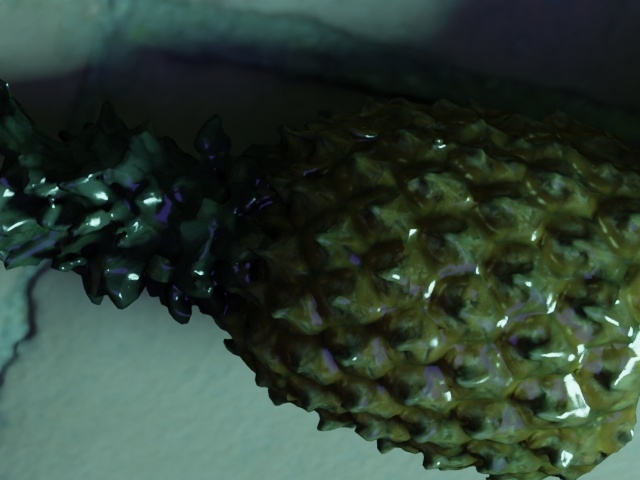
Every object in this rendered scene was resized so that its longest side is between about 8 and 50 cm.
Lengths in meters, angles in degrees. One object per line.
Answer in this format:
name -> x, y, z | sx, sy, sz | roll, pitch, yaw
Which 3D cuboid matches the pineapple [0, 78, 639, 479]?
pineapple -> 0.000, 0.000, 0.904 | 0.362, 0.202, 0.202 | 17, 117, -9
